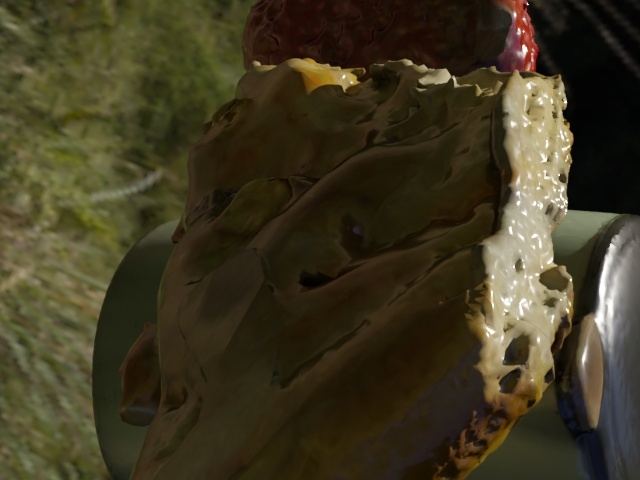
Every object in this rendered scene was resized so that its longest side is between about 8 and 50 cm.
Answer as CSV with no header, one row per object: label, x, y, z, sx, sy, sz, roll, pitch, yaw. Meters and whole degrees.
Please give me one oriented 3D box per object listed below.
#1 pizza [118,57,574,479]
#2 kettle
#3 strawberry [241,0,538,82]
pizza,0.000,0.000,0.615,0.071,0.189,0.297,41,28,-21
kettle,0.055,0.062,0.866,0.240,0.255,0.165,4,82,-61
strawberry,0.058,-0.155,1.628,0.292,0.292,0.310,-66,168,-4
